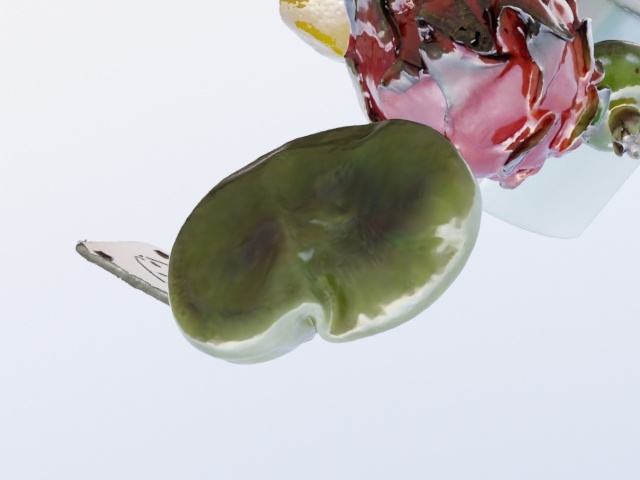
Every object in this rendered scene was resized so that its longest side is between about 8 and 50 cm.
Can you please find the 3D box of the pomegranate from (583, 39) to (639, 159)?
[{"bbox_3d":[0.287,-0.129,1.427,0.114,0.114,0.142,-22,-142,11],"label":"pomegranate"}]

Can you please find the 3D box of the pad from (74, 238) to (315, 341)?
[{"bbox_3d":[-0.159,0.069,1.942,0.018,0.284,0.286,-64,167,6],"label":"pad"}]

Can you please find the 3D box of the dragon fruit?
[{"bbox_3d":[0.110,-0.151,1.152,0.193,0.274,0.192,-33,-151,41],"label":"dragon fruit"}]

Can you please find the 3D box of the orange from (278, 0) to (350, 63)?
[{"bbox_3d":[0.051,-0.295,1.762,0.179,0.158,0.237,-51,164,5],"label":"orange"}]

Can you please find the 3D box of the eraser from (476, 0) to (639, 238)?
[{"bbox_3d":[0.297,-0.142,1.637,0.290,0.189,0.104,-54,-139,28],"label":"eraser"}]

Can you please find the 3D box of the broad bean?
[{"bbox_3d":[0.000,-0.001,0.941,0.206,0.153,0.072,-31,159,1],"label":"broad bean"}]
